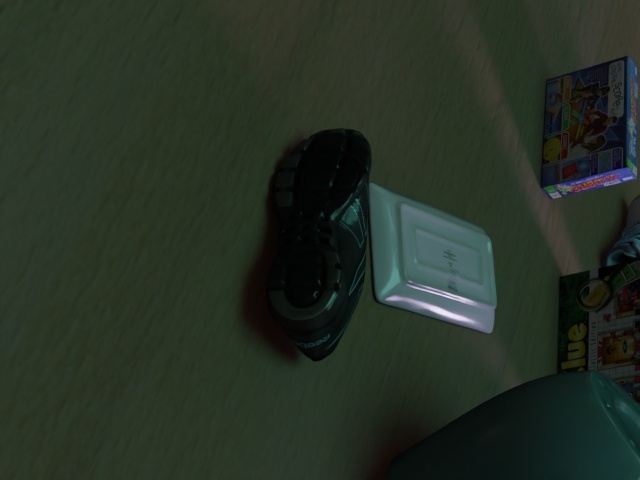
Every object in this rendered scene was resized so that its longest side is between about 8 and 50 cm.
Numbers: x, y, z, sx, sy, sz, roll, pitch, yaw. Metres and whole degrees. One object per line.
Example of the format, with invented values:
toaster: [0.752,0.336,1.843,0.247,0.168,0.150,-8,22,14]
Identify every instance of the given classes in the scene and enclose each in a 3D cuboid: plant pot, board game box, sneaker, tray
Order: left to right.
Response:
sneaker: [0.000,0.000,1.339,0.106,0.101,0.267,71,26,-49]
tray: [0.146,0.023,1.576,0.270,0.030,0.145,18,65,-52]
plant pot: [0.251,0.275,1.353,0.293,0.235,0.293,43,17,-17]
board game box: [0.396,-0.167,1.913,0.035,0.136,0.201,40,48,-42]
board game box: [0.391,0.155,1.790,0.030,0.136,0.260,35,51,-40]
sneaker: [0.507,0.020,2.035,0.122,0.110,0.283,27,43,-21]
